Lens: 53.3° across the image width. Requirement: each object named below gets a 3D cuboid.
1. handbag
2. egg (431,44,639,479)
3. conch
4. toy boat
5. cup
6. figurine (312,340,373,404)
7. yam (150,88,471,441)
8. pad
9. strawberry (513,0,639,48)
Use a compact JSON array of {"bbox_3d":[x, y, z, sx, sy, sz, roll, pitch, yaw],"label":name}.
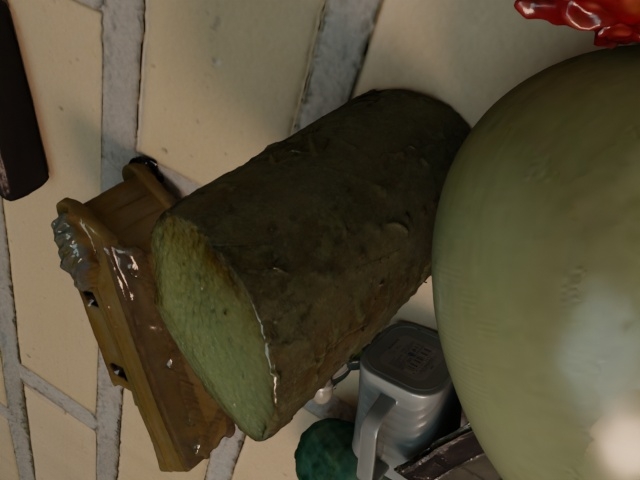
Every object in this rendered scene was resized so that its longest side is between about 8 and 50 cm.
[{"bbox_3d":[-0.439,-0.179,0.741,0.223,0.080,0.246,19,129,21],"label":"handbag"},{"bbox_3d":[0.175,0.037,0.373,0.219,0.218,0.295,1,87,33],"label":"egg"},{"bbox_3d":[0.051,0.284,0.712,0.202,0.134,0.196,-32,100,42],"label":"conch"},{"bbox_3d":[-0.209,0.124,0.774,0.162,0.136,0.445,14,129,31],"label":"toy boat"},{"bbox_3d":[0.077,0.168,0.617,0.095,0.128,0.129,22,128,32],"label":"cup"},{"bbox_3d":[-0.011,0.085,0.622,0.126,0.147,0.192,7,145,7],"label":"figurine"},{"bbox_3d":[0.000,0.000,0.470,0.161,0.268,0.161,26,136,29],"label":"yam"},{"bbox_3d":[0.204,0.185,0.553,0.174,0.022,0.233,33,124,-21],"label":"pad"},{"bbox_3d":[0.196,-0.186,0.269,0.245,0.205,0.205,11,129,2],"label":"strawberry"}]
